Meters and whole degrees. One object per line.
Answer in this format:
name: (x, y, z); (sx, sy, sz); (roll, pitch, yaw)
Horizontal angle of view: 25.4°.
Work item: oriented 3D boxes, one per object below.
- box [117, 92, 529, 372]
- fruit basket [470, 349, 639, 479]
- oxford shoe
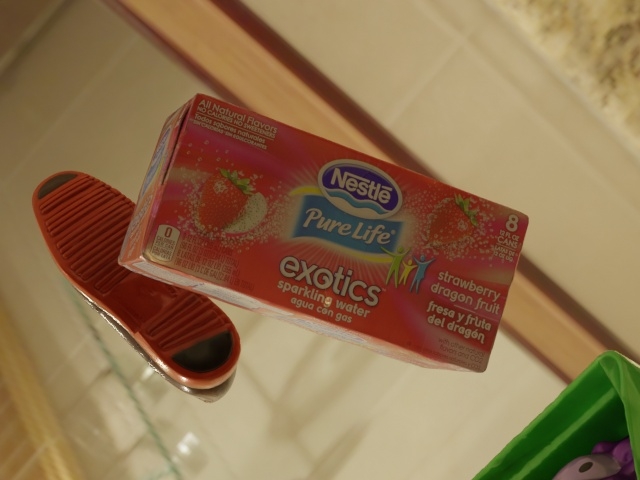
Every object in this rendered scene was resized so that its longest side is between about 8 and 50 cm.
box: (0.000, 0.000, 1.008); (0.257, 0.122, 0.128); (19, 173, -13)
fruit basket: (0.159, 0.284, 1.178); (0.392, 0.392, 0.283); (38, -140, -43)
oxford shoe: (-0.180, 0.048, 1.328); (0.271, 0.097, 0.098); (49, 158, 20)
